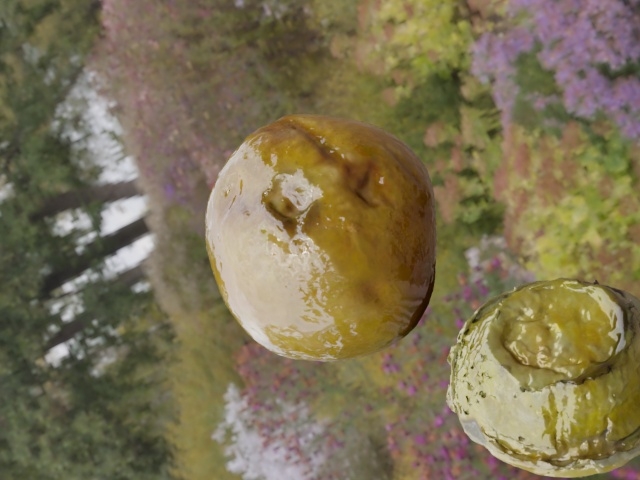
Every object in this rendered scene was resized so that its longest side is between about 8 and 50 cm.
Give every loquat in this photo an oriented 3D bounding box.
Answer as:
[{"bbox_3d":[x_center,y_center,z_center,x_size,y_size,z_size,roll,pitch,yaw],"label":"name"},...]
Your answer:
[{"bbox_3d":[0.000,0.000,1.244,0.276,0.276,0.284,63,176,10],"label":"loquat"}]

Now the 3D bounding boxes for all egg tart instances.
[{"bbox_3d":[0.335,0.159,1.560,0.345,0.345,0.132,-119,8,-48],"label":"egg tart"}]
